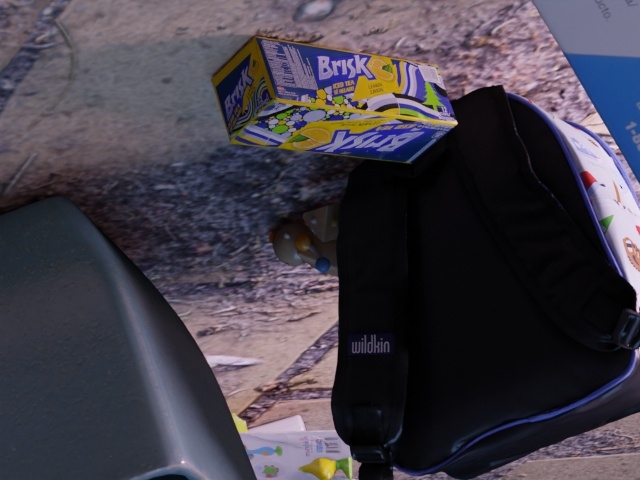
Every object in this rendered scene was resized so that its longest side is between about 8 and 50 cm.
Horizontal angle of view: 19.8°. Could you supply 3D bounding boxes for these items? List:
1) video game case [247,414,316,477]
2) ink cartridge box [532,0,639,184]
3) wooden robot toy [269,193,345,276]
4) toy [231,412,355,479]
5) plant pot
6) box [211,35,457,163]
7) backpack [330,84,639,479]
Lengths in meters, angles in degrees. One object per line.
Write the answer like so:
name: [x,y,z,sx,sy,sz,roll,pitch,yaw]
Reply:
video game case: [-0.109,0.257,2.025,0.212,0.023,0.193,-16,157,0]
ink cartridge box: [0.298,-0.206,0.921,0.395,0.285,0.166,-26,-160,21]
wooden robot toy: [0.000,0.000,1.510,0.079,0.076,0.173,13,166,22]
toy: [-0.082,0.217,1.890,0.237,0.056,0.137,2,140,7]
plant pot: [-0.205,0.117,1.367,0.247,0.252,0.248,-19,157,7]
box: [0.012,-0.097,1.286,0.169,0.054,0.059,5,148,-39]
backpack: [0.143,0.028,1.393,0.276,0.263,0.213,-25,160,25]
